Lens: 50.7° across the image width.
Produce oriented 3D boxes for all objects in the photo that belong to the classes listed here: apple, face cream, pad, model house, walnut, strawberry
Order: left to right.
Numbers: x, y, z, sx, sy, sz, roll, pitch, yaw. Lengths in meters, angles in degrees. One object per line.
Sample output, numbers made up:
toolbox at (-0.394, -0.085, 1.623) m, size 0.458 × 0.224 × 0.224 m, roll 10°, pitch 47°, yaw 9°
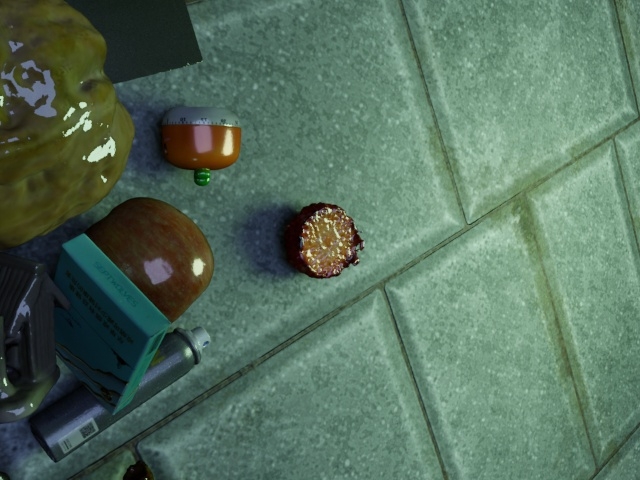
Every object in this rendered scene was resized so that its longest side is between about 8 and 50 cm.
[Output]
walnut at (-0.407, -0.137, 0.797) m, size 0.344 × 0.306 × 0.306 m, roll -32°, pitch 109°, yaw -24°
model house at (-0.400, 0.107, 0.841) m, size 0.122 × 0.229 × 0.188 m, roll 0°, pitch 95°, yaw -52°
face cream at (-0.289, 0.217, 1.012) m, size 0.283 × 0.073 × 0.073 m, roll -32°, pitch 109°, yaw -31°
pad at (-0.292, -0.323, 1.045) m, size 0.211 × 0.003 × 0.143 m, roll -24°, pitch 104°, yaw -34°
apple at (-0.253, 0.034, 0.967) m, size 0.174 × 0.188 × 0.188 m, roll 50°, pitch 63°, yaw -12°
strawberry at (0.000, 0.000, 1.210) m, size 0.145 × 0.086 × 0.145 m, roll 0°, pitch 89°, yaw -34°

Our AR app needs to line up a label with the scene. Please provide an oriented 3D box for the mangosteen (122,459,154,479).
mangosteen at (-0.257, 0.484, 0.925) m, size 0.307 × 0.307 × 0.347 m, roll 35°, pitch 40°, yaw -31°

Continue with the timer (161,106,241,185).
timer at (-0.188, -0.149, 1.070) m, size 0.136 × 0.099 × 0.136 m, roll -5°, pitch 103°, yaw -25°

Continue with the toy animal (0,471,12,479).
toy animal at (-0.464, 0.328, 0.881) m, size 0.148 × 0.084 × 0.233 m, roll -47°, pitch 112°, yaw -27°

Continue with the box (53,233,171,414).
box at (-0.290, 0.117, 0.886) m, size 0.162 × 0.229 × 0.041 m, roll 44°, pitch 45°, yaw 9°
